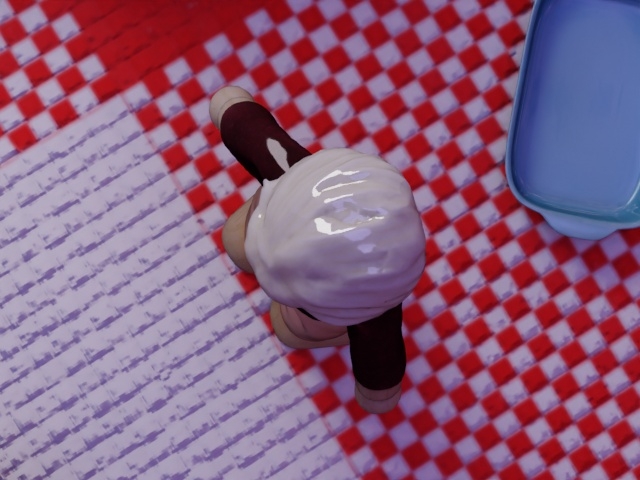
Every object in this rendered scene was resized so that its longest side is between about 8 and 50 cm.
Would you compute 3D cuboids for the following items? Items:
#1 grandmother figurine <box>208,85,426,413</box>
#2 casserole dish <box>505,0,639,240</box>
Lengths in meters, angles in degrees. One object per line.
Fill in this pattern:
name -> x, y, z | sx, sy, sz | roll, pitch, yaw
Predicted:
grandmother figurine -> 0.000, 0.000, 1.144 | 0.104, 0.342, 0.208 | -40, 93, -6
casserole dish -> 0.182, -0.093, 1.321 | 0.114, 0.037, 0.188 | 11, 86, -5
